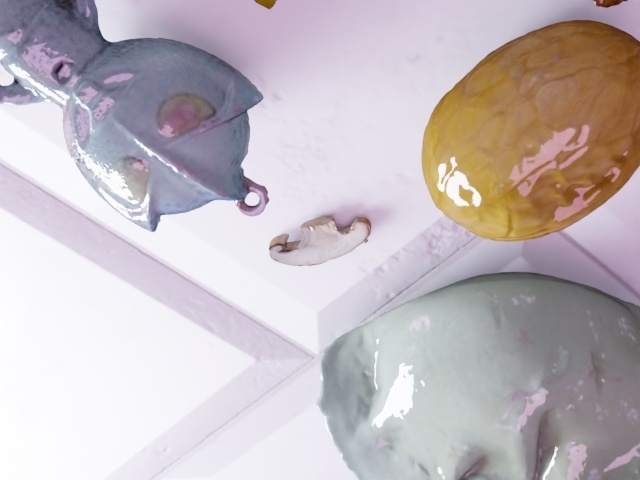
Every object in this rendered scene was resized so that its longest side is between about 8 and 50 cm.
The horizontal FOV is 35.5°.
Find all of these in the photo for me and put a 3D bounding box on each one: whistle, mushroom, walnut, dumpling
[{"bbox_3d":[-0.177,-0.124,0.778,0.346,0.134,0.142,37,124,-18],"label":"whistle"},{"bbox_3d":[0.000,0.000,0.950,0.101,0.019,0.049,-13,131,5],"label":"mushroom"},{"bbox_3d":[0.177,-0.087,0.798,0.206,0.159,0.159,-36,124,17],"label":"walnut"},{"bbox_3d":[0.197,0.156,0.987,0.320,0.212,0.270,-22,93,33],"label":"dumpling"}]

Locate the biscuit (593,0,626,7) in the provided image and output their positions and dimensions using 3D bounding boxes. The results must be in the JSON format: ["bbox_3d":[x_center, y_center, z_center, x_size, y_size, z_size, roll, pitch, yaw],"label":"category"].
[{"bbox_3d":[0.194,-0.267,0.662,0.126,0.025,0.206,-20,105,36],"label":"biscuit"}]

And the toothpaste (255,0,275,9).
[{"bbox_3d":[0.014,-0.303,0.657,0.089,0.071,0.313,27,125,-21],"label":"toothpaste"}]
